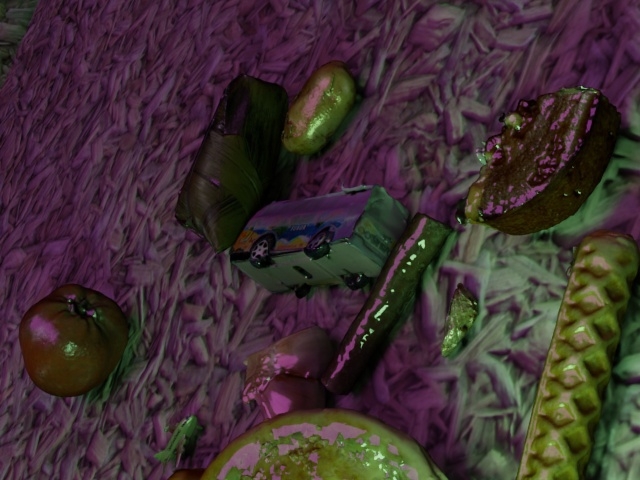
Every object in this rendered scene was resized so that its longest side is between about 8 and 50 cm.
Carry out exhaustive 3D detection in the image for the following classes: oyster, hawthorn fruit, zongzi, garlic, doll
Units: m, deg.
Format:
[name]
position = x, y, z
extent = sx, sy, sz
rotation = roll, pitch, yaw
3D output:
[oyster]
position = 0.177, 0.104, 1.576
extent = 0.081, 0.038, 0.083
rotation = -74, -7, -68
[hawthorn fruit]
position = -0.461, 0.208, 2.287
extent = 0.199, 0.199, 0.251
rotation = -108, 29, -50
[zongzi]
position = -0.132, -0.118, 2.015
extent = 0.300, 0.138, 0.286
rotation = -117, 49, -75
[garlic]
position = -0.036, 0.204, 1.746
extent = 0.124, 0.099, 0.174
rotation = -22, 50, 30
[doll]
position = 0.241, -0.134, 1.643
extent = 0.085, 0.040, 0.058
rotation = -47, 21, 15

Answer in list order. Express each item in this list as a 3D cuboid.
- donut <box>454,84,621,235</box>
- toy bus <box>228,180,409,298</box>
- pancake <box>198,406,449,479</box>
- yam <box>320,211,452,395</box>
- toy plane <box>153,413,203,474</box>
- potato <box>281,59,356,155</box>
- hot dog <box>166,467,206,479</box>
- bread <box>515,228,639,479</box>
[donut]
position = 0.269, -0.083, 1.481
extent = 0.144, 0.126, 0.187
rotation = 11, 81, 46
[toy bus]
position = 0.000, 0.000, 1.835
extent = 0.317, 0.112, 0.138
rotation = -9, 49, 52
[pancake]
position = -0.005, 0.374, 1.430
extent = 0.386, 0.082, 0.387
rotation = -7, 76, 27
[yam]
position = 0.087, 0.087, 1.681
extent = 0.274, 0.061, 0.061
rotation = -60, 31, 5
[toy plane]
position = -0.225, 0.318, 1.972
extent = 0.111, 0.040, 0.102
rotation = -50, 35, 17
[potato]
position = -0.005, -0.214, 2.030
extent = 0.170, 0.080, 0.107
rotation = -49, 45, 17
[hot dog]
position = -0.128, 0.383, 1.728
extent = 0.337, 0.100, 0.135
rotation = -14, 47, 50
[bread]
position = 0.273, 0.158, 1.336
extent = 0.084, 0.077, 0.368
rotation = -2, 64, 51
